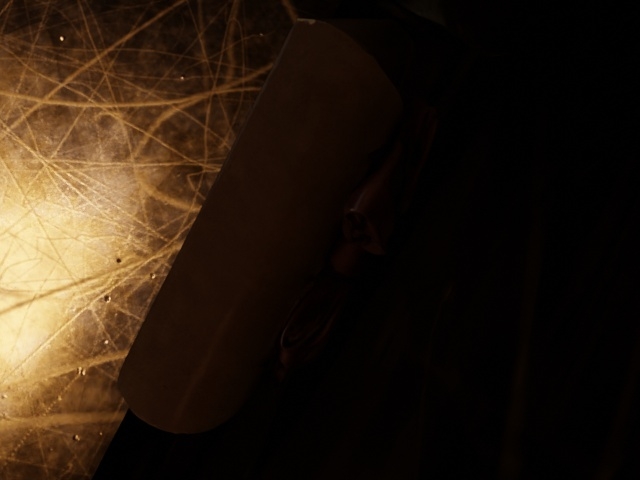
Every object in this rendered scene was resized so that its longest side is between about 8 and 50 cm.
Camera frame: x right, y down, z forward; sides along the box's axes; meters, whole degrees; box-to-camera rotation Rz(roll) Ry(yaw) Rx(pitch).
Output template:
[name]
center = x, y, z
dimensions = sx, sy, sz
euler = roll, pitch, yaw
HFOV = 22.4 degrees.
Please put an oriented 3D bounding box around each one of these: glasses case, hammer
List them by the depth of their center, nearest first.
[hammer]
center = 0.133, -0.239, 0.639
dimensions = 0.365, 0.043, 0.111
euler = -57, 27, 5
[glasses case]
center = 0.000, 0.000, 0.699
dimensions = 0.102, 0.070, 0.193
euler = -13, -44, -60
